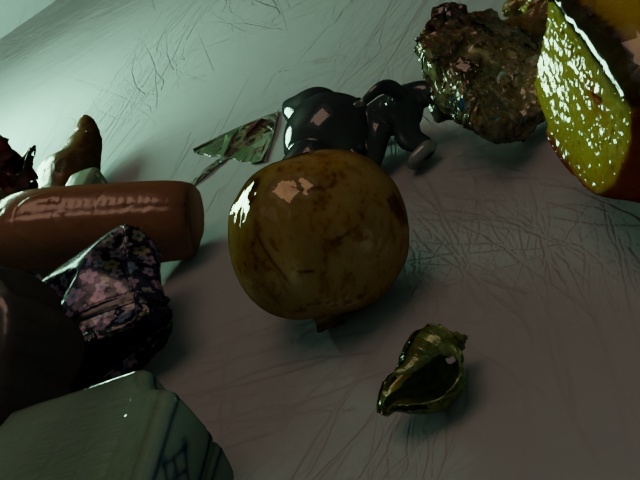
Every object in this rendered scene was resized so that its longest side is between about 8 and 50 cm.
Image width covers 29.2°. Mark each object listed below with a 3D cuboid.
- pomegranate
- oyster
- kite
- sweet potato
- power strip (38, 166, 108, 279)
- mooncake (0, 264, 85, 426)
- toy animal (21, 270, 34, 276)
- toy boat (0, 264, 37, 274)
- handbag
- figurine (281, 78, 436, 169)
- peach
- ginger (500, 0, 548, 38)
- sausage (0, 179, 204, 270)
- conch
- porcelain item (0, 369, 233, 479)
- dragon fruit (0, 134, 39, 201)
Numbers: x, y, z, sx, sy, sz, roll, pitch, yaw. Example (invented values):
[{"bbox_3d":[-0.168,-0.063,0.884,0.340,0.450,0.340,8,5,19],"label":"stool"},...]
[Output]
[{"bbox_3d":[0.000,0.000,1.421,0.215,0.215,0.215,-24,28,14],"label":"pomegranate"},{"bbox_3d":[0.210,-0.215,1.567,0.092,0.198,0.260,110,-177,-53],"label":"oyster"},{"bbox_3d":[-0.154,-0.137,1.990,0.250,0.012,0.229,-43,28,-19],"label":"kite"},{"bbox_3d":[-0.433,-0.104,2.114,0.112,0.112,0.359,-26,24,12],"label":"sweet potato"},{"bbox_3d":[-0.387,-0.003,1.915,0.053,0.093,0.288,-16,31,21],"label":"power strip"},{"bbox_3d":[-0.419,0.179,1.473,0.306,0.154,0.306,-12,69,34],"label":"mooncake"},{"bbox_3d":[-0.621,0.145,1.782,0.344,0.194,0.303,-33,22,38],"label":"toy animal"},{"bbox_3d":[-0.527,0.041,2.001,0.185,0.077,0.075,-30,28,3],"label":"toy boat"},{"bbox_3d":[-0.285,0.103,1.596,0.228,0.127,0.208,-33,41,14],"label":"handbag"},{"bbox_3d":[0.057,-0.146,1.664,0.265,0.140,0.193,-27,41,41],"label":"figurine"},{"bbox_3d":[0.387,-0.174,1.261,0.380,0.242,0.306,-31,46,-28],"label":"peach"},{"bbox_3d":[0.300,-0.326,1.793,0.176,0.052,0.193,-31,26,13],"label":"ginger"},{"bbox_3d":[-0.323,-0.021,1.762,0.304,0.121,0.121,-4,32,4],"label":"sausage"},{"bbox_3d":[0.107,0.131,1.212,0.121,0.074,0.089,-39,17,-22],"label":"conch"},{"bbox_3d":[-0.242,0.288,1.221,0.281,0.157,0.286,-19,29,19],"label":"porcelain item"},{"bbox_3d":[-0.563,-0.080,2.002,0.274,0.193,0.192,36,40,20],"label":"dragon fruit"}]
